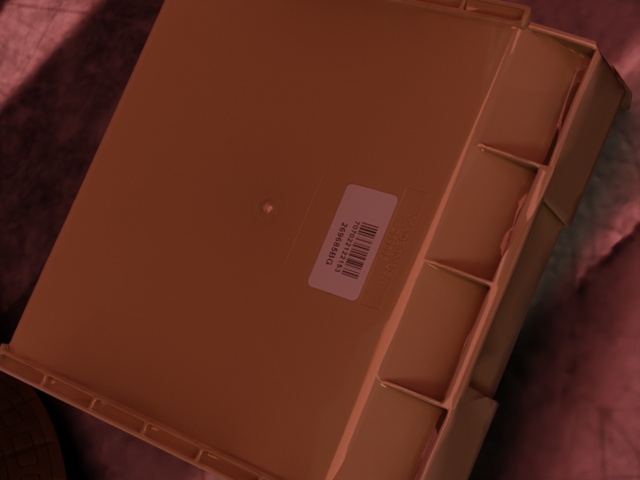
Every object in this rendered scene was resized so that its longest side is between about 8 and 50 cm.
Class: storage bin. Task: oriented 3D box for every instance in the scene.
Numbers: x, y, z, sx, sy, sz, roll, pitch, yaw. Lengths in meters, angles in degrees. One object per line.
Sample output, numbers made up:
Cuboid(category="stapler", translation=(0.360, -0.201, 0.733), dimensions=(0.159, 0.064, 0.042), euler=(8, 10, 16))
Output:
Cuboid(category="storage bin", translation=(0.000, 0.000, 0.687), dimensions=(0.260, 0.123, 0.262), euler=(19, 82, 32))

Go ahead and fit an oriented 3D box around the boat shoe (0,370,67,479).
Cuboid(category="boat shoe", translation=(-0.240, 0.118, 0.799), dimensions=(0.302, 0.109, 0.098), euler=(53, 140, 32))
